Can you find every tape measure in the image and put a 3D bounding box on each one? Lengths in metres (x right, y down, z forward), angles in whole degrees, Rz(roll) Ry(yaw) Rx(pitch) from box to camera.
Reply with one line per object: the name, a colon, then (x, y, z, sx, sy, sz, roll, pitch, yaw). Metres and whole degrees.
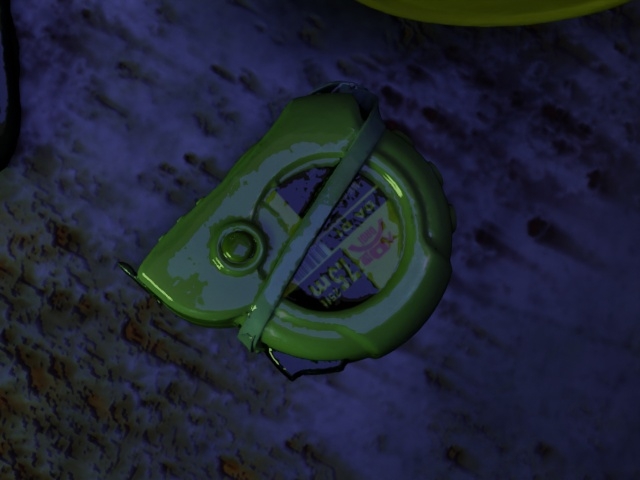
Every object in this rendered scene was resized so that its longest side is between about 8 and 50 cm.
tape measure: (0.000, 0.000, 0.747, 0.154, 0.087, 0.177, 41, 84, 5)

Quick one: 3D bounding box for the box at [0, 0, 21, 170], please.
box: (-0.275, -0.131, 0.729, 0.201, 0.042, 0.213, -4, 93, -8)

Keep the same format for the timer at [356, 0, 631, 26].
timer: (0.089, -0.313, 0.641, 0.376, 0.376, 0.387, 4, 79, -8)
